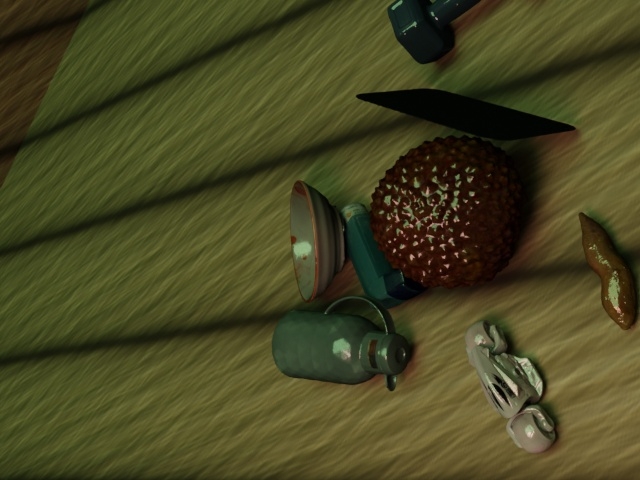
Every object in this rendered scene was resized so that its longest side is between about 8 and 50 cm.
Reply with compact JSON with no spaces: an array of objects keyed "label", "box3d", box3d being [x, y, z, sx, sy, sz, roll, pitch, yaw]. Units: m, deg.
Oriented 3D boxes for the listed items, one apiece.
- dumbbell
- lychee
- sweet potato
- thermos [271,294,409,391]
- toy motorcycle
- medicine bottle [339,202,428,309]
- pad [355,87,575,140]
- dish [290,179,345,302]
[{"label":"dumbbell","box3d":[0.289,-0.489,1.710,0.316,0.156,0.144,-33,28,33]},{"label":"lychee","box3d":[0.236,-0.053,1.559,0.276,0.304,0.276,171,90,-77]},{"label":"sweet potato","box3d":[0.480,0.044,1.446,0.065,0.051,0.218,-32,59,36]},{"label":"thermos","box3d":[0.046,0.201,1.744,0.286,0.145,0.182,-2,90,41]},{"label":"toy motorcycle","box3d":[0.318,0.249,1.503,0.112,0.112,0.254,-42,55,27]},{"label":"medicine bottle","box3d":[0.117,0.029,1.770,0.124,0.079,0.258,-50,49,34]},{"label":"pad","box3d":[0.233,-0.208,1.595,0.375,0.315,0.063,27,119,45]},{"label":"dish","box3d":[0.000,0.000,1.840,0.260,0.085,0.260,176,90,-77]}]
